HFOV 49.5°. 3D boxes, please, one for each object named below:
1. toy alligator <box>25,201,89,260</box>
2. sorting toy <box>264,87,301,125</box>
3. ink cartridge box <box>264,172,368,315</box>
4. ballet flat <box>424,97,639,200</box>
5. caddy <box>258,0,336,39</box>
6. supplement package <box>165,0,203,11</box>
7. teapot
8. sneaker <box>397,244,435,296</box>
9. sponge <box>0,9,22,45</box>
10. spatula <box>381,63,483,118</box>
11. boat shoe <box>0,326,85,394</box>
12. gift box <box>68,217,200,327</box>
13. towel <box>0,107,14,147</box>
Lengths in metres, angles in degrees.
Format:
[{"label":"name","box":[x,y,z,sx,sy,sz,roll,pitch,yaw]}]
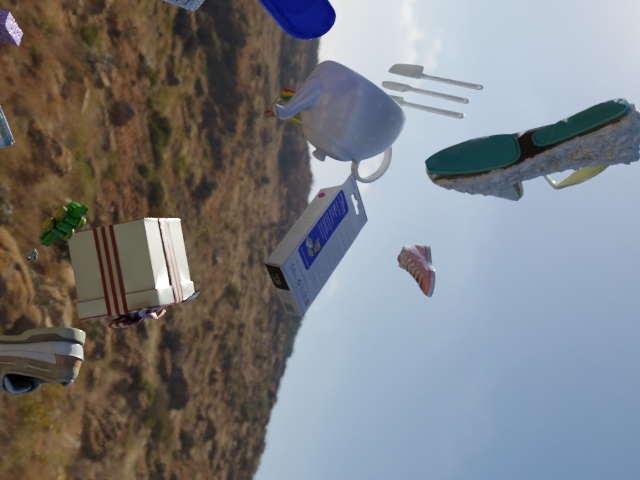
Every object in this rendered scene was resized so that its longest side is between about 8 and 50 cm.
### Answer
[{"label":"toy alligator","box":[-0.534,-0.027,1.403,0.189,0.056,0.051,-35,-136,21]},{"label":"sorting toy","box":[-0.055,-0.340,1.756,0.274,0.132,0.046,-175,-80,-74]},{"label":"ink cartridge box","box":[0.000,0.000,1.771,0.371,0.069,0.176,-52,138,-34]},{"label":"ballet flat","box":[0.405,-0.143,1.323,0.147,0.408,0.147,44,38,-50]},{"label":"caddy","box":[-0.036,-0.486,1.111,0.241,0.179,0.341,-35,160,10]},{"label":"supplement package","box":[-0.340,-0.656,1.469,0.198,0.262,0.200,-33,-114,36]},{"label":"teapot","box":[0.050,-0.250,1.505,0.187,0.256,0.252,-57,176,3]},{"label":"sneaker","box":[0.187,0.058,1.372,0.134,0.070,0.051,-89,-175,-48]},{"label":"sponge","box":[-0.675,-0.419,1.289,0.117,0.209,0.031,168,-64,-79]},{"label":"spatula","box":[0.246,-0.351,1.622,0.168,0.241,0.019,-51,146,-35]},{"label":"boat shoe","box":[-0.582,0.238,1.318,0.113,0.302,0.104,34,48,-55]},{"label":"gift box","box":[-0.467,0.083,1.786,0.255,0.276,0.258,-9,89,-73]},{"label":"towel","box":[-0.547,-0.175,1.026,0.023,0.151,0.113,0,-70,60]}]
